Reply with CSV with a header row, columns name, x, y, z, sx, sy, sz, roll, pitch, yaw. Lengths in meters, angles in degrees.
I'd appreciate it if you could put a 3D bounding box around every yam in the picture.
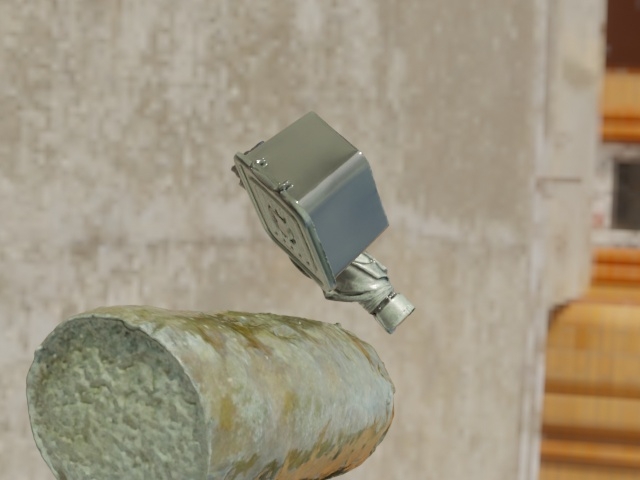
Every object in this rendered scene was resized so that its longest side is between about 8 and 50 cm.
name,x,y,z,sx,sy,sz,roll,pitch,yaw
yam,-0.049,0.105,1.168,0.330,0.133,0.133,5,88,-64

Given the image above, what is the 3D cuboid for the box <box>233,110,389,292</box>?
name,x,y,z,sx,sy,sz,roll,pitch,yaw
box,-0.003,-0.030,1.342,0.069,0.084,0.122,-39,148,-12

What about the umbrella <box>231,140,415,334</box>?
name,x,y,z,sx,sy,sz,roll,pitch,yaw
umbrella,0.000,0.000,1.513,0.188,0.050,0.046,47,18,0
